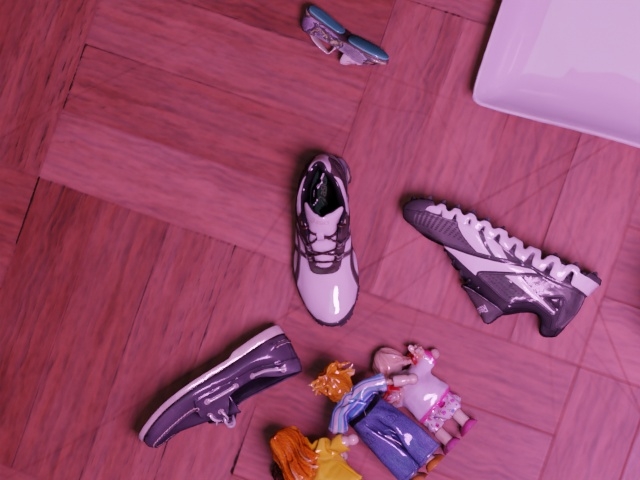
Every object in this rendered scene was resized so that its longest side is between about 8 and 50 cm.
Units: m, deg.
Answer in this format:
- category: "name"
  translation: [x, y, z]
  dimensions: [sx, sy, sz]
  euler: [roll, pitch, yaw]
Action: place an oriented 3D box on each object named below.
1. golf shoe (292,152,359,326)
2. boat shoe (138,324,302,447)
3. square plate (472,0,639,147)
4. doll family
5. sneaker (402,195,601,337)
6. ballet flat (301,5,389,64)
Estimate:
- category: "golf shoe"
  translation: [0.000, 0.000, 1.860]
  dimensions: [0.077, 0.094, 0.198]
  euler: [-6, 88, 7]
- category: "boat shoe"
  translation: [-0.112, 0.179, 1.876]
  dimensions: [0.206, 0.075, 0.065]
  euler: [-37, 80, 0]
- category: "square plate"
  translation: [0.381, -0.267, 1.841]
  dimensions: [0.347, 0.049, 0.344]
  euler: [17, 90, 9]
- category: "doll family"
  translation: [0.041, 0.221, 1.828]
  dimensions: [0.163, 0.118, 0.263]
  euler: [43, 93, 8]
- category: "sneaker"
  translation: [0.186, 0.034, 1.838]
  dimensions: [0.234, 0.078, 0.106]
  euler: [27, 89, 7]
- category: "ballet flat"
  translation: [0.026, -0.225, 1.899]
  dimensions: [0.114, 0.041, 0.041]
  euler: [35, 92, 9]
